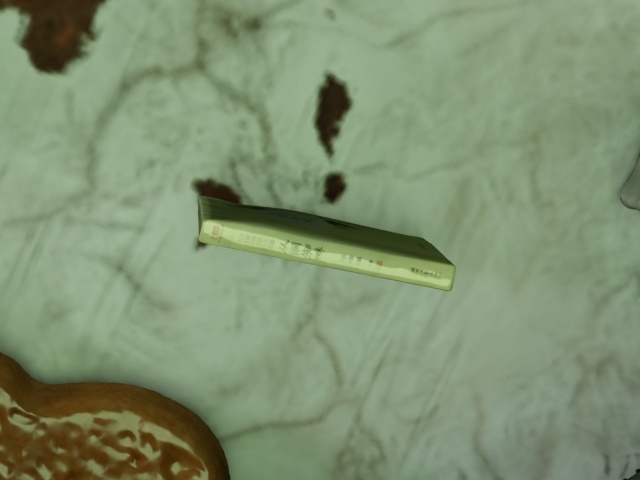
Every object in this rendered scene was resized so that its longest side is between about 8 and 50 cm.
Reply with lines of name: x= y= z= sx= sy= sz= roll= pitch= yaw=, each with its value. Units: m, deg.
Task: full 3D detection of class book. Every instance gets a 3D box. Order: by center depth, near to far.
book: x=0.000 y=-0.001 z=0.636 sx=0.111 sy=0.077 sz=0.014 roll=12 pitch=97 yaw=-7

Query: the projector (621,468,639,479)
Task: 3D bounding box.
projector: x=0.171 y=0.307 z=0.553 sx=0.405 sy=0.242 sz=0.395 roll=-30 pitch=84 yaw=-12

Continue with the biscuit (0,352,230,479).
biscuit: x=-0.143 y=0.150 z=0.673 sx=0.334 sy=0.047 sz=0.202 roll=24 pitch=100 yaw=-7

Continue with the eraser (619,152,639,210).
eraser: x=0.230 y=-0.001 z=0.520 sx=0.144 sy=0.343 sz=0.078 roll=20 pitch=95 yaw=-8
